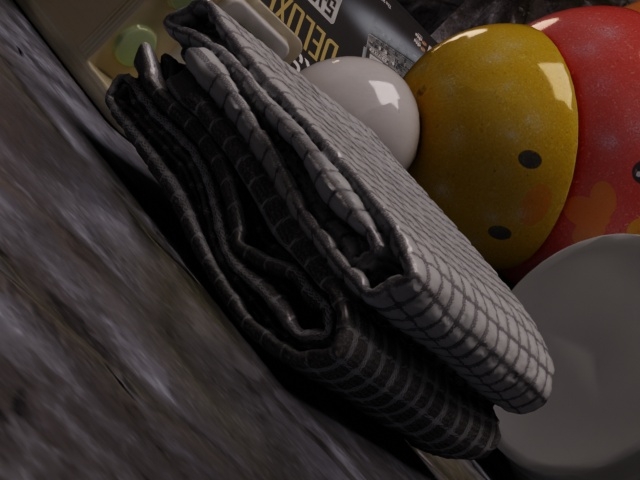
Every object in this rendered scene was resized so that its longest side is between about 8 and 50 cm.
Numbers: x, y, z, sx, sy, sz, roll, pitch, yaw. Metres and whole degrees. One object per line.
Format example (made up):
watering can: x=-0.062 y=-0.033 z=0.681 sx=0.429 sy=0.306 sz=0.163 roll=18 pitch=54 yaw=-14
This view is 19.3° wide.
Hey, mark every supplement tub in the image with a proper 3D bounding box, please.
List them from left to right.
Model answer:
supplement tub: x=0.295 y=0.162 z=1.519 sx=0.331 sy=0.241 sz=0.241 roll=40 pitch=7 yaw=-41

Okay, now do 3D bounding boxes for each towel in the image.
towel: x=0.000 y=0.000 z=1.192 sx=0.284 sy=0.121 sz=0.235 roll=51 pitch=10 yaw=36

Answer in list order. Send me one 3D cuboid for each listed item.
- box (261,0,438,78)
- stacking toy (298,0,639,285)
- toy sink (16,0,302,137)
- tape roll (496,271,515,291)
box: x=0.015 y=-0.121 z=1.682 sx=0.307 sy=0.076 sz=0.242 roll=43 pitch=47 yaw=-30
stacking toy: x=0.172 y=-0.070 z=1.609 sx=0.479 sy=0.351 sz=0.350 roll=2 pitch=28 yaw=-27
toy sink: x=-0.117 y=-0.162 z=1.407 sx=0.153 sy=0.131 sz=0.234 roll=38 pitch=10 yaw=-49
tape roll: x=0.188 y=0.045 z=1.894 sx=0.321 sy=0.077 sz=0.321 roll=60 pitch=11 yaw=-21
